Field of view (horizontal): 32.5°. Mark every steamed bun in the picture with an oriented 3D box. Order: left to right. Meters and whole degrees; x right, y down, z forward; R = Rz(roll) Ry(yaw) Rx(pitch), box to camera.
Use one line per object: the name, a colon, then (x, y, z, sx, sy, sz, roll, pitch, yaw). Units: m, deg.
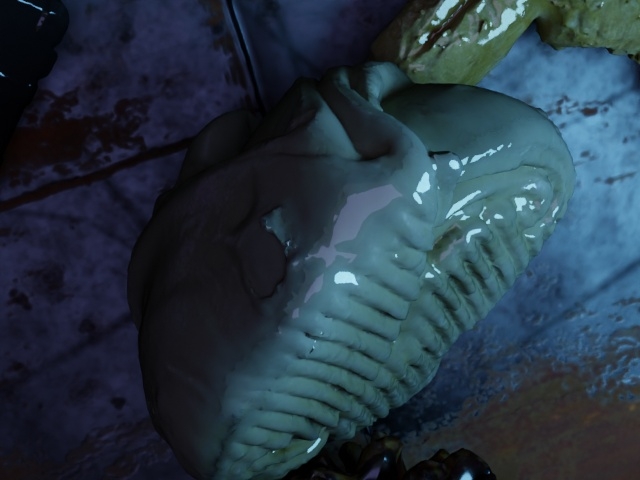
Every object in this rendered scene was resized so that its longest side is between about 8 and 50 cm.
steamed bun: (-0.006, 0.001, 0.800, 0.219, 0.310, 0.324, 44, 122, 25)

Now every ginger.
ginger: (0.238, -0.230, 0.830, 0.363, 0.122, 0.348, 12, 112, 3)

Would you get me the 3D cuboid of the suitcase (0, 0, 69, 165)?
suitcase: (-0.329, -0.086, 0.804, 0.206, 0.066, 0.285, 17, 105, -45)

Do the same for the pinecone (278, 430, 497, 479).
pinecone: (0.063, 0.285, 0.856, 0.298, 0.296, 0.242, 15, 125, -41)
